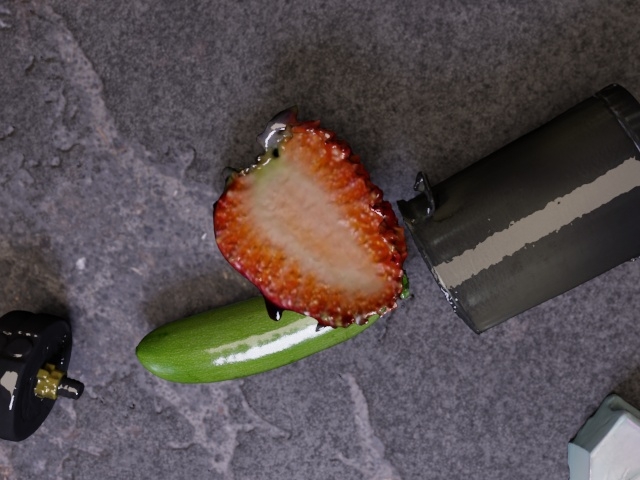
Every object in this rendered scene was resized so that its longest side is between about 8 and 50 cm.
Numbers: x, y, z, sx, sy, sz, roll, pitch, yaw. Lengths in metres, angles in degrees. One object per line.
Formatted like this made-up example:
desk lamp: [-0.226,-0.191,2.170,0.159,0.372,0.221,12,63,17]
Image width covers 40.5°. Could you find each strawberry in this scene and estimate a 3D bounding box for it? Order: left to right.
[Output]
strawberry: [0.000,0.000,1.124,0.233,0.138,0.306,-45,65,18]

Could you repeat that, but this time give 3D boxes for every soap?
soap: [0.465,0.364,1.166,0.290,0.095,0.172,36,100,1]

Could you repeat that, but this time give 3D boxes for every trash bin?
trash bin: [0.279,-0.031,1.083,0.302,0.203,0.252,-29,118,10]

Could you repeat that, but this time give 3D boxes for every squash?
squash: [-0.065,0.121,1.193,0.395,0.107,0.107,-19,95,8]

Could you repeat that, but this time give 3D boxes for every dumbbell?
dumbbell: [-0.516,0.154,1.214,0.389,0.185,0.185,15,99,5]
